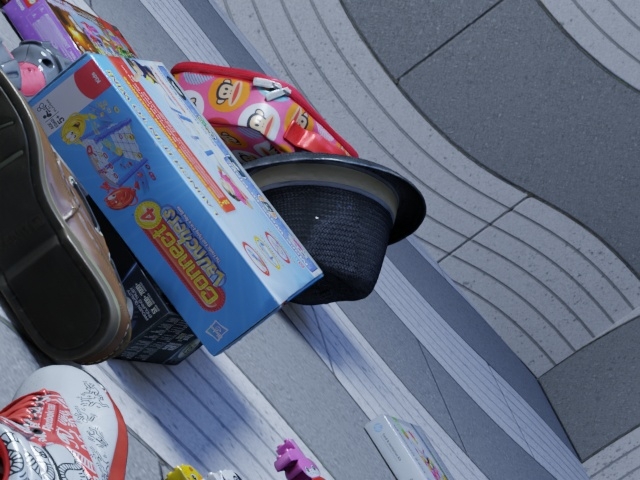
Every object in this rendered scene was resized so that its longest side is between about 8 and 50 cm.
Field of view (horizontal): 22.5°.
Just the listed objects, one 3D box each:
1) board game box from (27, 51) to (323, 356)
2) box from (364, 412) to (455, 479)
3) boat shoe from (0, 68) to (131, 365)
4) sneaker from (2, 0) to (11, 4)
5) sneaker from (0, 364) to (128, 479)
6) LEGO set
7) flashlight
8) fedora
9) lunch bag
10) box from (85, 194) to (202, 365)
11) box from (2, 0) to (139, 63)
[{"bbox_3d":[-0.140,-0.045,1.662,0.308,0.086,0.302,53,9,2],"label":"board game box"},{"bbox_3d":[0.141,0.327,2.323,0.145,0.038,0.186,57,11,22],"label":"box"},{"bbox_3d":[-0.266,-0.025,1.439,0.307,0.111,0.104,65,8,10],"label":"boat shoe"},{"bbox_3d":[-0.409,-0.349,2.077,0.067,0.064,0.175,29,12,-18],"label":"sneaker"},{"bbox_3d":[-0.208,0.142,1.113,0.145,0.090,0.270,50,12,-34],"label":"sneaker"},{"bbox_3d":[-0.080,0.230,1.459,0.093,0.087,0.227,53,15,15],"label":"LEGO set"},{"bbox_3d":[-0.325,-0.168,1.650,0.103,0.103,0.304,50,11,-3],"label":"flashlight"},{"bbox_3d":[0.000,0.000,2.318,0.334,0.334,0.152,39,47,-57],"label":"fedora"},{"bbox_3d":[-0.079,-0.145,2.358,0.258,0.120,0.293,12,-17,33],"label":"lunch bag"},{"bbox_3d":[-0.187,0.043,1.617,0.147,0.077,0.180,54,9,14],"label":"box"},{"bbox_3d":[-0.291,-0.220,2.139,0.201,0.057,0.293,56,9,10],"label":"box"}]
